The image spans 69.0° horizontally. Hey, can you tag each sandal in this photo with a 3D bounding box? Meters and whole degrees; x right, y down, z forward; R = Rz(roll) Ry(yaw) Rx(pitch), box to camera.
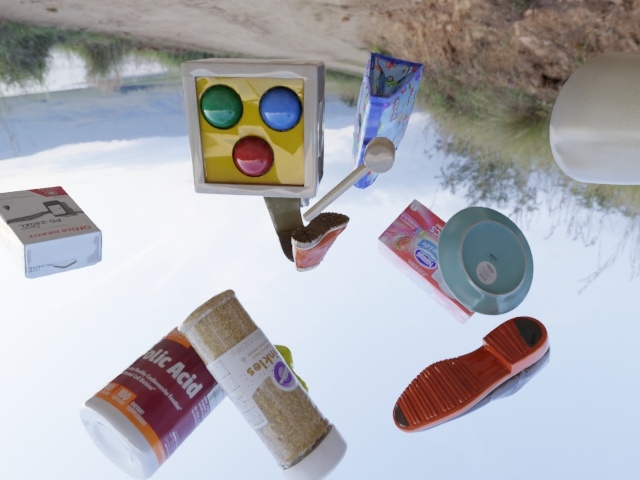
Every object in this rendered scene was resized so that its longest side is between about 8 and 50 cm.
[{"bbox_3d":[-0.105,0.425,1.285,0.126,0.138,0.317,-1,-158,-10],"label":"sandal"},{"bbox_3d":[-0.075,-0.077,0.926,0.088,0.240,0.079,-13,-168,-14],"label":"sandal"}]

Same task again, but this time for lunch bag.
[{"bbox_3d":[0.136,-0.271,1.081,0.138,0.221,0.293,15,-140,5],"label":"lunch bag"}]

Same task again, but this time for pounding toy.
[{"bbox_3d":[-0.024,-0.090,0.484,0.206,0.181,0.094,3,-156,5],"label":"pounding toy"}]

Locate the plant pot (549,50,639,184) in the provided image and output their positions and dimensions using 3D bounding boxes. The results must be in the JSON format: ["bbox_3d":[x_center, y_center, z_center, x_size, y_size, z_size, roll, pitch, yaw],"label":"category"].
[{"bbox_3d":[0.605,-0.201,0.812,0.256,0.256,0.274,-12,-159,-12],"label":"plant pot"}]

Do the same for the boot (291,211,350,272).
[{"bbox_3d":[0.000,0.000,0.903,0.059,0.084,0.158,25,-140,30],"label":"boot"}]

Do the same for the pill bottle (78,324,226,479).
[{"bbox_3d":[-0.348,0.346,1.136,0.224,0.224,0.392,6,-148,33],"label":"pill bottle"}]

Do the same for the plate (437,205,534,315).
[{"bbox_3d":[0.283,0.030,0.776,0.188,0.188,0.024,-15,172,-20],"label":"plate"}]

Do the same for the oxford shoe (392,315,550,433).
[{"bbox_3d":[0.241,0.230,0.723,0.271,0.098,0.097,-31,-147,5],"label":"oxford shoe"}]

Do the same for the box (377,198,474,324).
[{"bbox_3d":[0.306,0.057,1.206,0.300,0.142,0.154,41,-98,18],"label":"box"}]

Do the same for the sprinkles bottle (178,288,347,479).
[{"bbox_3d":[-0.103,0.259,0.825,0.121,0.355,0.121,-37,176,-3],"label":"sprinkles bottle"}]

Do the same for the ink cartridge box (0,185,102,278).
[{"bbox_3d":[-0.420,-0.018,0.712,0.150,0.063,0.109,36,-146,29],"label":"ink cartridge box"}]

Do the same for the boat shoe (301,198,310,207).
[{"bbox_3d":[-0.042,-0.112,1.144,0.038,0.046,0.125,-8,-153,15],"label":"boat shoe"}]
